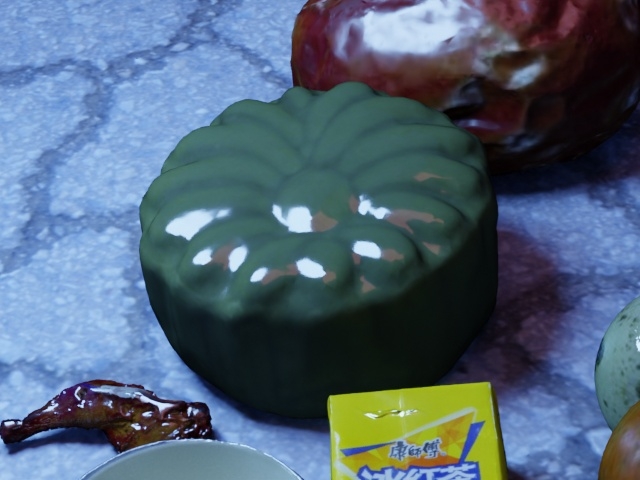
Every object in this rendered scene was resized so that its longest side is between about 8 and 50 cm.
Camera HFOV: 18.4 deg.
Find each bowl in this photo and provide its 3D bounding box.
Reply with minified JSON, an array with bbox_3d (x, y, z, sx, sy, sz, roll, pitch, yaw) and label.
[{"bbox_3d":[-0.109,0.289,1.636,0.237,0.126,0.238,-5,37,4],"label":"bowl"}]

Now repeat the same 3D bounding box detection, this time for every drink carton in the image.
[{"bbox_3d":[0.089,0.274,1.635,0.154,0.111,0.351,-5,37,3],"label":"drink carton"}]

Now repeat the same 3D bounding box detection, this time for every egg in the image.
[{"bbox_3d":[0.353,0.125,1.724,0.228,0.177,0.177,11,39,0],"label":"egg"}]

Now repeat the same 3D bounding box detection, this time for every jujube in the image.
[{"bbox_3d":[0.164,-0.204,2.128,0.376,0.276,0.276,-7,36,21],"label":"jujube"}]

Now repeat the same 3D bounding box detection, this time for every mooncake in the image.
[{"bbox_3d":[0.000,0.000,1.934,0.356,0.194,0.356,-6,37,4],"label":"mooncake"}]

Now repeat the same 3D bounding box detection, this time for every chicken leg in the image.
[{"bbox_3d":[-0.201,0.170,1.874,0.205,0.053,0.093,5,54,22],"label":"chicken leg"}]

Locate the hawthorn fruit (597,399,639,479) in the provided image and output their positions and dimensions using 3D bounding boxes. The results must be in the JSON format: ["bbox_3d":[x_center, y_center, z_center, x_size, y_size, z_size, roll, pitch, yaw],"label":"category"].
[{"bbox_3d":[0.336,0.210,1.513,0.267,0.301,0.268,-17,31,11],"label":"hawthorn fruit"}]
